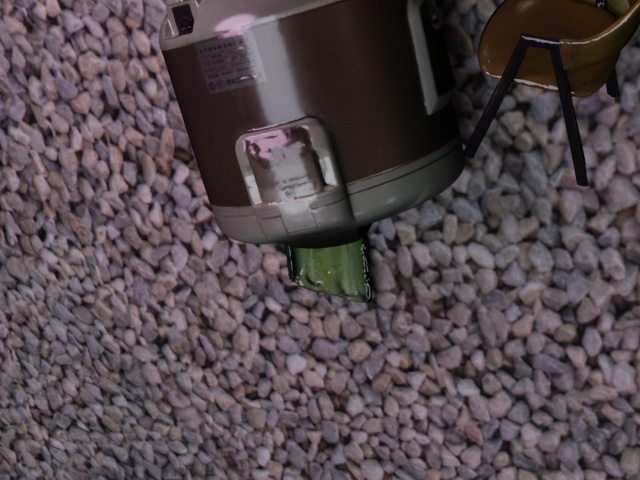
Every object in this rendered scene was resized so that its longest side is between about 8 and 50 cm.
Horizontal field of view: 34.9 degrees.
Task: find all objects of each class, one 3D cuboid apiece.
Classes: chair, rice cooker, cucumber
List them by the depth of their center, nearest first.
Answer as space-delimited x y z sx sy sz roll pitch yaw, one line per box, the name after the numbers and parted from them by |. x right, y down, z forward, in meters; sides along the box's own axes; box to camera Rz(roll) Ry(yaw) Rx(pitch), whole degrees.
0.257 -0.203 1.074 0.172 0.159 0.247 16 146 19 | chair
-0.001 -0.156 1.186 0.335 0.335 0.325 -7 107 31 | rice cooker
0.000 0.000 1.418 0.115 0.086 0.193 -13 112 -13 | cucumber

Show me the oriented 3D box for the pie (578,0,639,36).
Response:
0.345 -0.330 1.050 0.274 0.105 0.257 22 132 19 | pie
